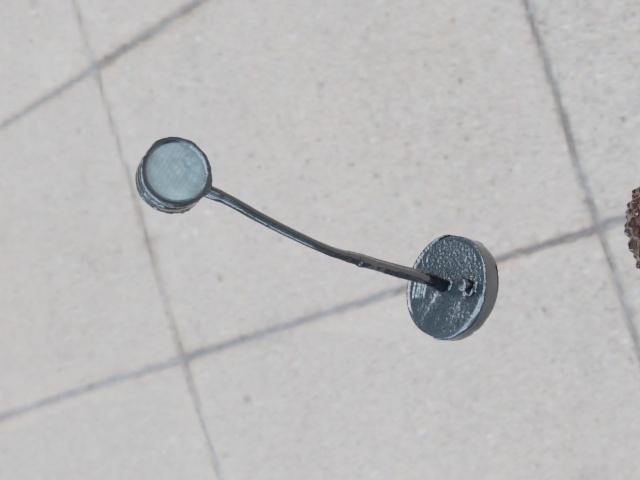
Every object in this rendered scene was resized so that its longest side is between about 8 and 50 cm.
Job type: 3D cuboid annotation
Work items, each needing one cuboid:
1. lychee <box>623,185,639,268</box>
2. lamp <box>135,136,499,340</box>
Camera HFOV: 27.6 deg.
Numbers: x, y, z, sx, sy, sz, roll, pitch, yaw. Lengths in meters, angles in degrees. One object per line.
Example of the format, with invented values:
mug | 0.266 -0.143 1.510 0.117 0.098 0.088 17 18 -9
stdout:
lychee | 0.516 -0.004 1.598 0.267 0.267 0.267 14 110 42
lamp | -0.011 0.008 1.269 0.108 0.371 0.130 151 128 -66
